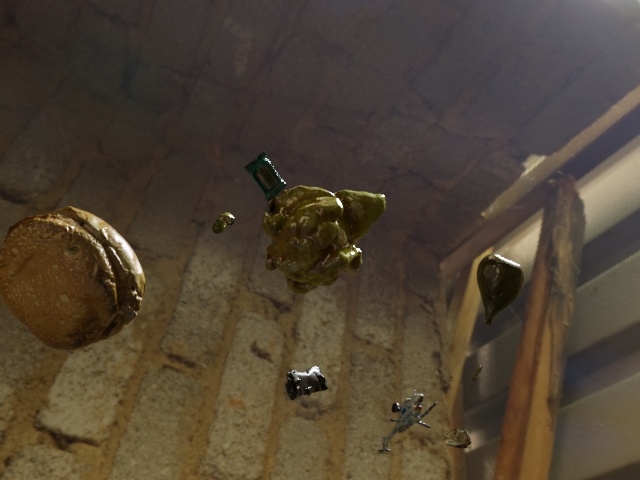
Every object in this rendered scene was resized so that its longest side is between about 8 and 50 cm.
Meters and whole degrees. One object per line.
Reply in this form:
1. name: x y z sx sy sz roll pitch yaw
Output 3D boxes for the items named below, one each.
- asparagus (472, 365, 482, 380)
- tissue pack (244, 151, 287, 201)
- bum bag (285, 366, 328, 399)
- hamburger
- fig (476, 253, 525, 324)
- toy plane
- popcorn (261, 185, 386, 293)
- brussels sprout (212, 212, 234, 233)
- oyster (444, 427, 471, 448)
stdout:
1. asparagus: 0.475 0.408 1.716 0.014 0.015 0.114 59 -16 30
2. tissue pack: -0.167 -0.196 1.728 0.085 0.138 0.028 -43 -153 -19
3. bum bag: -0.042 0.455 1.815 0.049 0.198 0.087 -32 -112 32
4. hamburger: -0.533 0.086 1.222 0.290 0.314 0.170 -46 179 24
5. fig: 0.487 0.131 1.582 0.126 0.133 0.185 -109 -138 -63
6. toy plane: 0.308 0.671 2.085 0.107 0.182 0.273 -114 -148 -50
7. popcorn: 0.008 0.004 1.544 0.321 0.325 0.290 -1 -124 28
8. brussels sprout: -0.302 -0.056 1.756 0.083 0.046 0.051 -55 161 -47
9. oyster: 0.345 0.495 1.400 0.054 0.019 0.083 -49 -165 -26
